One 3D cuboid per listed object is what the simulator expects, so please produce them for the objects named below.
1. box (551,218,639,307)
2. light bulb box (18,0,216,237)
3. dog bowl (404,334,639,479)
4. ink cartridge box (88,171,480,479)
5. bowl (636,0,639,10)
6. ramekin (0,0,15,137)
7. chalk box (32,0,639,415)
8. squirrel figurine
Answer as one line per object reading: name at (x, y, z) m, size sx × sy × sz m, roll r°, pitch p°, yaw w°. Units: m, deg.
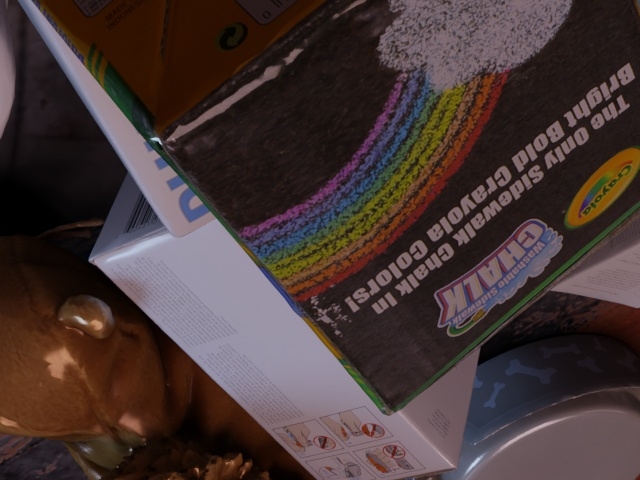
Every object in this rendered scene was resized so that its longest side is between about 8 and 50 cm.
box at (0.312, -0.014, 1.459) m, size 0.130 × 0.091 × 0.170 m, roll 12°, pitch 151°, yaw -36°
light bulb box at (-0.111, -0.263, 0.782) m, size 0.225 × 0.361 × 0.358 m, roll -32°, pitch 142°, yaw -6°
dog bowl at (0.251, 0.243, 1.749) m, size 0.349 × 0.102 × 0.348 m, roll -13°, pitch 139°, yaw -11°
ink cartridge box at (0.000, 0.000, 1.221) m, size 0.130 × 0.272 × 0.309 m, roll -19°, pitch 127°, yaw 34°
bowl at (0.275, -0.212, 1.137) m, size 0.311 × 0.311 × 0.163 m, roll 24°, pitch 102°, yaw -42°
ramekin at (-0.338, -0.127, 1.026) m, size 0.277 × 0.135 × 0.277 m, roll -13°, pitch 140°, yaw -11°
chalk box at (0.023, -0.067, 0.652) m, size 0.180 × 0.179 × 0.289 m, roll -39°, pitch 143°, yaw -2°
squirrel figurine at (-0.134, 0.161, 1.242) m, size 0.281 × 0.397 × 0.370 m, roll -30°, pitch 150°, yaw 15°
